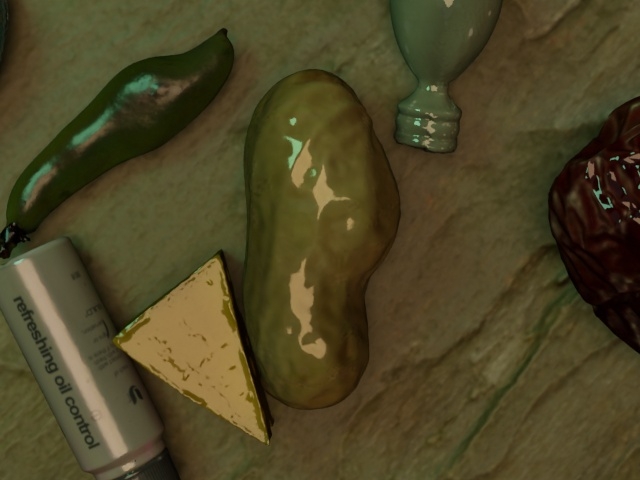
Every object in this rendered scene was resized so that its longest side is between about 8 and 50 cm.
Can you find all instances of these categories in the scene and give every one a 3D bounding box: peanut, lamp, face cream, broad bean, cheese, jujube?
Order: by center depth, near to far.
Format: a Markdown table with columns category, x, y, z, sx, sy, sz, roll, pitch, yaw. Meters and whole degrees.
| category | x | y | z | sx | sy | sz | roll | pitch | yaw |
| --- | --- | --- | --- | --- | --- | --- | --- | --- | --- |
| jujube | 0.362 | 0.023 | 0.997 | 0.216 | 0.216 | 0.342 | -39 | 99 | 3 |
| peanut | 0.000 | 0.000 | 1.017 | 0.147 | 0.147 | 0.319 | 1 | 91 | 0 |
| lamp | 0.109 | -0.181 | 1.028 | 0.106 | 0.106 | 0.193 | 8 | 104 | -1 |
| cheese | -0.094 | 0.115 | 1.046 | 0.126 | 0.093 | 0.171 | -37 | 93 | 0 |
| face cream | -0.213 | 0.152 | 1.051 | 0.092 | 0.092 | 0.311 | -26 | 95 | 2 |
| broad bean | -0.209 | -0.092 | 1.051 | 0.325 | 0.067 | 0.075 | -41 | 63 | 5 |

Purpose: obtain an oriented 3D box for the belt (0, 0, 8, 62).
| category | x | y | z | sx | sy | sz | roll | pitch | yaw |
| --- | --- | --- | --- | --- | --- | --- | --- | --- | --- |
| belt | -0.369 | -0.192 | 1.030 | 0.147 | 0.082 | 0.163 | 44 | 100 | 8 |
